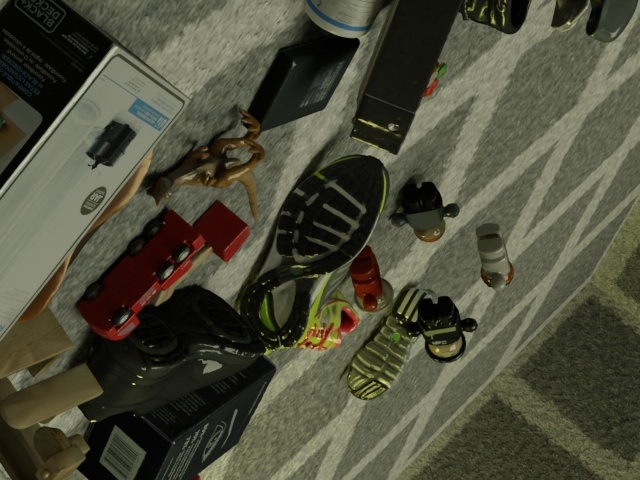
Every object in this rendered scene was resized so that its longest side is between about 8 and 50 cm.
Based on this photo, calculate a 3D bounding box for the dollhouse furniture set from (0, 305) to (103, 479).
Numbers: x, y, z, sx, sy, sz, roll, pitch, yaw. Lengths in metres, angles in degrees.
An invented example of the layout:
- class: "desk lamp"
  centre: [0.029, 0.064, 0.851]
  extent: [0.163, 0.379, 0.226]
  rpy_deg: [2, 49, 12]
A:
- class: "dollhouse furniture set"
  centre: [-0.291, 0.163, 1.370]
  extent: [0.123, 0.144, 0.151]
  rpy_deg: [-23, 163, -51]

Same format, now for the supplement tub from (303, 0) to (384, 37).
- class: "supplement tub"
  centre: [0.034, -0.249, 1.418]
  extent: [0.071, 0.071, 0.107]
  rpy_deg: [-31, 154, -50]

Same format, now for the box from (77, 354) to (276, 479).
- class: "box"
  centre: [-0.171, 0.209, 1.827]
  extent: [0.207, 0.108, 0.153]
  rpy_deg: [-33, 156, -49]

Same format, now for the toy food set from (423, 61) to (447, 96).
- class: "toy food set"
  centre: [0.123, -0.190, 1.898]
  extent: [0.083, 0.020, 0.082]
  rpy_deg: [-36, 159, -41]

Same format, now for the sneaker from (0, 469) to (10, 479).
- class: "sneaker"
  centre: [-0.304, 0.255, 1.405]
  extent: [0.235, 0.095, 0.090]
  rpy_deg: [106, -6, -53]

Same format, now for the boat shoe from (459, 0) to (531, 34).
- class: "boat shoe"
  centre: [0.240, -0.364, 1.651]
  extent: [0.127, 0.113, 0.340]
  rpy_deg: [-31, 156, -50]

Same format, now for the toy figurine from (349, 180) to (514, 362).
- class: "toy figurine"
  centre: [0.161, 0.045, 2.194]
  extent: [0.209, 0.213, 0.148]
  rpy_deg: [-51, 153, -16]

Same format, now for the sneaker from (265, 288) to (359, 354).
- class: "sneaker"
  centre: [-0.015, 0.114, 2.074]
  extent: [0.208, 0.094, 0.081]
  rpy_deg: [-28, 154, -51]

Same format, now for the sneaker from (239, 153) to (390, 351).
- class: "sneaker"
  centre: [0.000, 0.000, 1.876]
  extent: [0.300, 0.111, 0.121]
  rpy_deg: [-55, 175, 37]

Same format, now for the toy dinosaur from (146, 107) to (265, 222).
- class: "toy dinosaur"
  centre: [-0.096, -0.072, 1.514]
  extent: [0.112, 0.064, 0.211]
  rpy_deg: [-38, 162, 26]

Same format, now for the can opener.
- class: "can opener"
  centre: [0.323, -0.354, 1.725]
  extent: [0.076, 0.095, 0.283]
  rpy_deg: [-32, -141, 65]

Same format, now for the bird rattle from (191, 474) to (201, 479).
- class: "bird rattle"
  centre: [-0.198, 0.463, 2.201]
  extent: [0.253, 0.207, 0.143]
  rpy_deg: [-48, -175, 25]

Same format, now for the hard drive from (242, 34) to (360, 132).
- class: "hard drive"
  centre: [-0.018, -0.162, 1.563]
  extent: [0.135, 0.022, 0.094]
  rpy_deg: [-27, 152, -56]

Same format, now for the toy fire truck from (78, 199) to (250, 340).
- class: "toy fire truck"
  centre: [-0.158, 0.030, 1.565]
  extent: [0.192, 0.047, 0.135]
  rpy_deg: [-47, 166, -9]

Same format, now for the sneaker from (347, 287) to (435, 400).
- class: "sneaker"
  centre: [0.141, 0.180, 2.688]
  extent: [0.228, 0.086, 0.132]
  rpy_deg: [-56, 166, 16]

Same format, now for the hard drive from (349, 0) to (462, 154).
- class: "hard drive"
  centre: [0.121, -0.275, 1.468]
  extent: [0.339, 0.064, 0.237]
  rpy_deg: [112, -1, -49]

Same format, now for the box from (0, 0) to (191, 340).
- class: "box"
  centre: [-0.238, -0.033, 1.119]
  extent: [0.290, 0.087, 0.169]
  rpy_deg: [-51, 164, 1]

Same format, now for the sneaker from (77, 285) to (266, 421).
- class: "sneaker"
  centre: [-0.172, 0.131, 1.695]
  extent: [0.130, 0.109, 0.286]
  rpy_deg: [-50, 157, 23]

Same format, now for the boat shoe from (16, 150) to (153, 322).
- class: "boat shoe"
  centre: [-0.211, -0.031, 1.256]
  extent: [0.207, 0.073, 0.073]
  rpy_deg: [-51, -158, 12]
